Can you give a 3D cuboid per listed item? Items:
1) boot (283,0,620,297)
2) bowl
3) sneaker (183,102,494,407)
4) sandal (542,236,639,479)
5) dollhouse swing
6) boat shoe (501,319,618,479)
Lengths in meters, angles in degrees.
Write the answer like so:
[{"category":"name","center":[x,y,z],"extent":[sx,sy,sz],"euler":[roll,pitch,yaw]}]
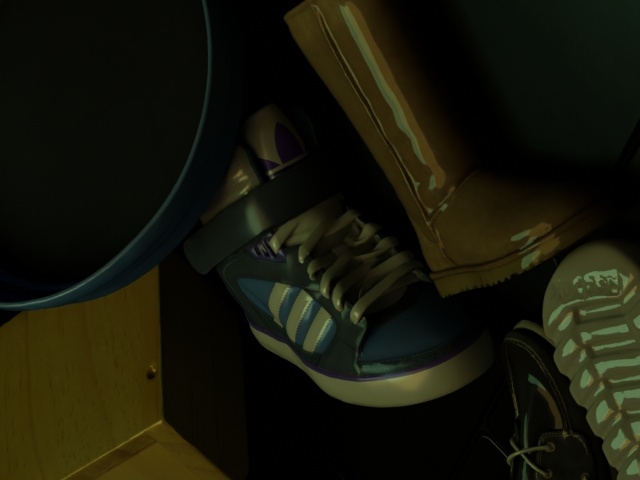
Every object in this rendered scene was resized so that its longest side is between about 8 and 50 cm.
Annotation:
[{"category":"boot","center":[0.091,-0.095,1.444],"extent":[0.236,0.089,0.270],"euler":[-24,95,58]},{"category":"bowl","center":[-0.235,-0.126,1.672],"extent":[0.391,0.077,0.391],"euler":[-8,75,31]},{"category":"sneaker","center":[0.000,0.000,1.605],"extent":[0.322,0.130,0.236],"euler":[17,134,54]},{"category":"sandal","center":[0.308,0.180,1.374],"extent":[0.169,0.102,0.416],"euler":[-34,74,46]},{"category":"dollhouse swing","center":[-0.174,0.238,1.976],"extent":[0.347,0.305,0.315],"euler":[-33,45,33]},{"category":"boat shoe","center":[0.195,0.179,1.540],"extent":[0.084,0.079,0.233],"euler":[8,121,53]}]
